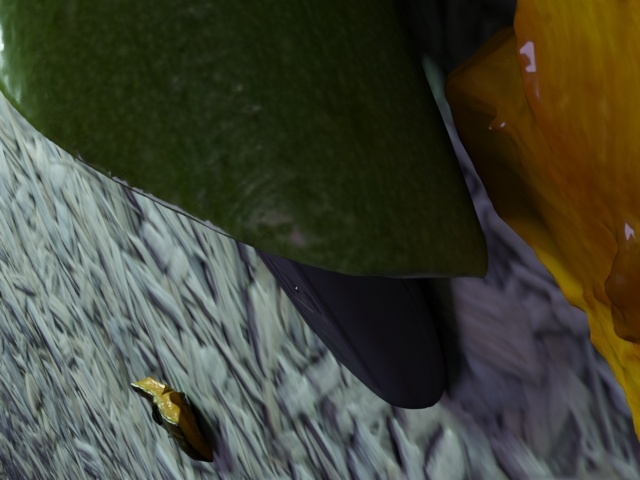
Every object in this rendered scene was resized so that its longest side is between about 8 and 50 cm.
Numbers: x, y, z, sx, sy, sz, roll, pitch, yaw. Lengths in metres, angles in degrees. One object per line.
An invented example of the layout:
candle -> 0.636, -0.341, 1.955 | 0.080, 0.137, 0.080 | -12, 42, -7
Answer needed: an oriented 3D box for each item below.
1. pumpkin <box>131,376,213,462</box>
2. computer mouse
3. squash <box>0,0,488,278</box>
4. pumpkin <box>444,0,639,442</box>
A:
pumpkin -> -0.132, 0.164, 1.279 | 0.101, 0.035, 0.073 | 33, 154, 47
computer mouse -> 0.001, 0.000, 0.726 | 0.120, 0.057, 0.232 | 38, 165, 52
squash -> -0.053, -0.063, 0.585 | 0.189, 0.189, 0.260 | 114, 141, -63
pumpkin -> 0.119, 0.012, 0.452 | 0.258, 0.095, 0.290 | 59, 165, 20
